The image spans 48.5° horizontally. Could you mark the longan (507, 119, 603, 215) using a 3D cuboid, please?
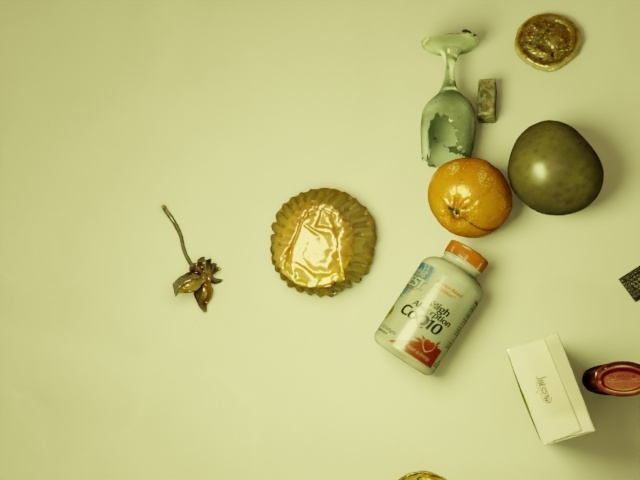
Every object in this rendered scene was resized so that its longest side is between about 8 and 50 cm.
[{"bbox_3d":[0.515,-0.159,1.575,0.196,0.196,0.220,-26,78,7],"label":"longan"}]

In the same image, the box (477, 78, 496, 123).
[{"bbox_3d":[0.401,-0.335,1.709,0.044,0.062,0.098,2,80,17],"label":"box"}]

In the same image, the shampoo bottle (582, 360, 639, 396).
[{"bbox_3d":[0.584,0.279,1.421,0.102,0.260,0.064,-5,77,13],"label":"shampoo bottle"}]

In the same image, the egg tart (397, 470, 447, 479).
[{"bbox_3d":[0.221,0.598,1.537,0.191,0.074,0.191,-4,75,14],"label":"egg tart"}]

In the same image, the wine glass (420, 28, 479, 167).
[{"bbox_3d":[0.307,-0.333,1.694,0.143,0.143,0.321,-1,79,13],"label":"wine glass"}]

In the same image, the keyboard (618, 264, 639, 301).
[{"bbox_3d":[0.758,0.056,1.561,0.198,0.010,0.064,-34,74,4],"label":"keyboard"}]

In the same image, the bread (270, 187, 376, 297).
[{"bbox_3d":[0.000,0.000,1.687,0.274,0.149,0.274,-1,82,9],"label":"bread"}]

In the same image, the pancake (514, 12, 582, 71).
[{"bbox_3d":[0.552,-0.485,1.724,0.158,0.028,0.158,-4,77,15],"label":"pancake"}]

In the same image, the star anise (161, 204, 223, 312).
[{"bbox_3d":[-0.356,0.048,1.793,0.227,0.148,0.219,28,120,44],"label":"star anise"}]

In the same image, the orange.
[{"bbox_3d":[0.334,-0.094,1.602,0.193,0.193,0.161,23,51,17],"label":"orange"}]

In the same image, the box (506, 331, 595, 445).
[{"bbox_3d":[0.463,0.303,1.447,0.111,0.260,0.195,-21,72,12],"label":"box"}]

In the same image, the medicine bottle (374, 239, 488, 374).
[{"bbox_3d":[0.257,0.143,1.585,0.157,0.157,0.289,32,87,18],"label":"medicine bottle"}]
